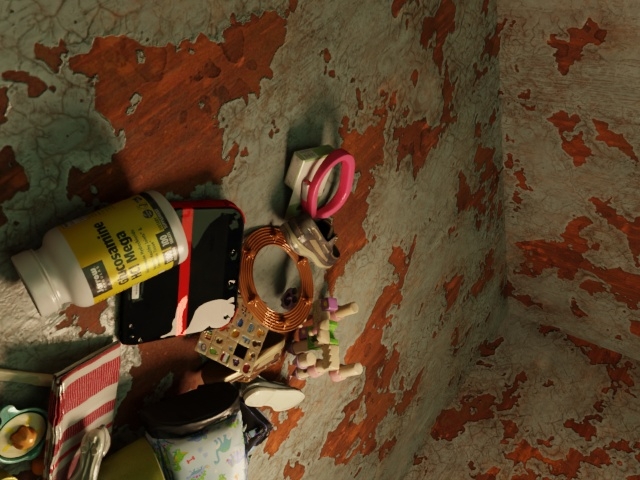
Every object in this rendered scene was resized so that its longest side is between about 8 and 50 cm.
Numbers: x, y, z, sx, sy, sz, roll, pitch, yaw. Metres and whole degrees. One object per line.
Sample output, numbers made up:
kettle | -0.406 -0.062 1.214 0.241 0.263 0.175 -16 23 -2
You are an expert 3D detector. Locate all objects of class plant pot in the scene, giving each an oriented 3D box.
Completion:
plant pot | -0.566 0.699 1.453 0.293 0.275 0.274 -14 118 -31

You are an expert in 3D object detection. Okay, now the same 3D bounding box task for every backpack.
backpack | -0.336 0.628 1.587 0.290 0.273 0.355 -8 113 -34
backpack | -0.265 0.643 1.878 0.173 0.158 0.117 -52 161 -2

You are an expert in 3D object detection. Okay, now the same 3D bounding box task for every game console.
game console | -0.370 0.082 1.521 0.342 0.060 0.386 -5 110 -36

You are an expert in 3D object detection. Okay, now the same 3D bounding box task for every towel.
towel | -0.581 0.437 1.392 0.237 0.037 0.329 -34 137 -70

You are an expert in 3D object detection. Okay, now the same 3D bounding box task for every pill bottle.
pill bottle | -0.482 0.030 1.246 0.334 0.188 0.188 -28 128 -28

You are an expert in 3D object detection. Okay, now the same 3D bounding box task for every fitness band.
fitness band | 0.029 -0.177 1.866 0.209 0.054 0.291 -36 154 -27

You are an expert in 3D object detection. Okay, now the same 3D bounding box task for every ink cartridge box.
ink cartridge box | -0.046 -0.193 1.844 0.171 0.056 0.235 -22 146 -45

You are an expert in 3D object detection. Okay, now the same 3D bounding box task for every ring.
ring | -0.128 0.118 1.766 0.336 0.032 0.336 24 57 -45

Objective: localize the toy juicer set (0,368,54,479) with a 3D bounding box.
toy juicer set | -0.662 0.439 1.312 0.209 0.089 0.329 -4 109 -52

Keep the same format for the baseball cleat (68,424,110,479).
baseball cleat | -0.560 0.556 1.373 0.109 0.072 0.206 35 75 -86

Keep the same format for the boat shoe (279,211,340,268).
boat shoe | 0.000 0.000 1.871 0.130 0.132 0.355 -36 157 12

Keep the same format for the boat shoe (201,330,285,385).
boat shoe | -0.242 0.411 1.825 0.342 0.123 0.123 -25 124 -52

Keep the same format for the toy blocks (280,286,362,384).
toy blocks | -0.049 0.346 1.984 0.309 0.260 0.288 18 61 -38

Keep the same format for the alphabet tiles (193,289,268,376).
alphabet tiles | -0.257 0.270 1.729 0.198 0.009 0.237 33 60 -22

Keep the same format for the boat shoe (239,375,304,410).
boat shoe | -0.168 0.527 1.981 0.116 0.099 0.319 -44 144 13
